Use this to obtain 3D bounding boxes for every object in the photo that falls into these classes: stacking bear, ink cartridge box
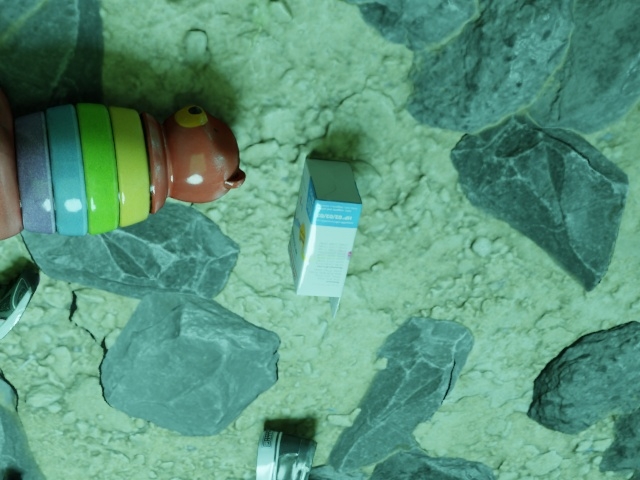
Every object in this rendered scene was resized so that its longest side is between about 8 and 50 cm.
[{"bbox_3d":[-0.235,-0.090,1.157,0.289,0.175,0.164,-6,123,-14],"label":"stacking bear"},{"bbox_3d":[0.000,0.000,1.280,0.062,0.104,0.181,4,123,-12],"label":"ink cartridge box"}]

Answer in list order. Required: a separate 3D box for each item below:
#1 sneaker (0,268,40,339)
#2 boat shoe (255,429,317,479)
[{"bbox_3d":[-0.442,0.097,1.300,0.077,0.072,0.178,41,104,-18],"label":"sneaker"},{"bbox_3d":[-0.047,0.426,1.560,0.105,0.113,0.306,6,115,4],"label":"boat shoe"}]
